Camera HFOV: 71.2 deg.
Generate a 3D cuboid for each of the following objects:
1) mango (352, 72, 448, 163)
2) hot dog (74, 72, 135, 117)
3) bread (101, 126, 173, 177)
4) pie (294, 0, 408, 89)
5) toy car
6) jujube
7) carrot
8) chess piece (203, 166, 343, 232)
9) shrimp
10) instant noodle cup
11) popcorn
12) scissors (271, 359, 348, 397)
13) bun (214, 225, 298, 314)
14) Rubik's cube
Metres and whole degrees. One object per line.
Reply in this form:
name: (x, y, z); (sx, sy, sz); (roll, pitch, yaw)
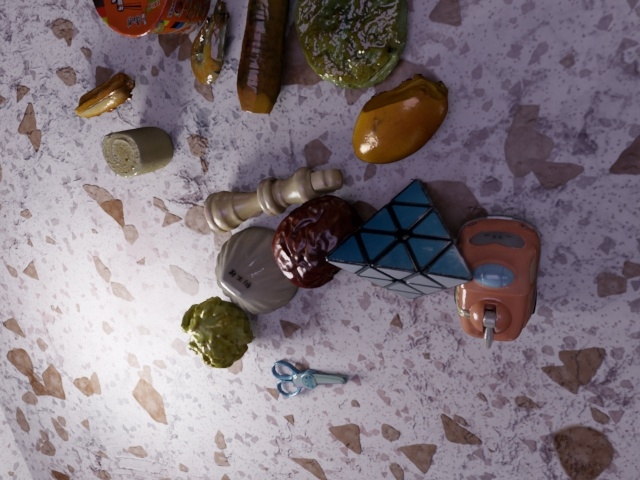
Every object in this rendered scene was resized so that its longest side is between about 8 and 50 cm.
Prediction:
mango: (0.168, -0.261, 1.005); (0.154, 0.126, 0.252); (42, 129, -16)
hot dog: (-0.639, -0.424, 1.340); (0.248, 0.102, 0.076); (-14, 141, 29)
bread: (-0.533, -0.261, 1.312); (0.148, 0.141, 0.134); (14, 115, 21)
pie: (0.065, -0.483, 1.007); (0.276, 0.078, 0.278); (8, 110, 24)
toy car: (0.378, 0.089, 0.971); (0.180, 0.212, 0.271); (5, 108, 23)
jujube: (0.000, 0.000, 1.116); (0.232, 0.213, 0.213); (-31, 92, 21)
carrot: (-0.140, -0.466, 1.086); (0.113, 0.114, 0.302); (16, 110, 19)
chess piece: (-0.124, -0.120, 1.194); (0.396, 0.117, 0.117); (-14, 100, 25)
shrimp: (-0.294, -0.521, 1.174); (0.115, 0.051, 0.217); (31, 118, 15)
instant noodle cup: (-0.410, -0.629, 1.109); (0.250, 0.192, 0.251); (7, 109, 21)
popcorn: (-0.320, 0.275, 1.354); (0.216, 0.181, 0.235); (11, 137, 43)
scissors: (-0.033, 0.425, 1.365); (0.255, 0.030, 0.125); (-8, 104, 28)
bun: (-0.202, 0.102, 1.260); (0.262, 0.175, 0.264); (7, 110, 20)
Rubik's cube: (0.191, 0.027, 1.022); (0.233, 0.228, 0.228); (49, 117, 3)
